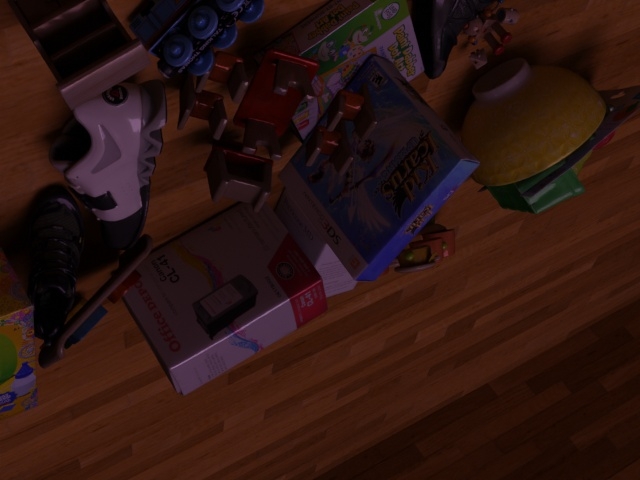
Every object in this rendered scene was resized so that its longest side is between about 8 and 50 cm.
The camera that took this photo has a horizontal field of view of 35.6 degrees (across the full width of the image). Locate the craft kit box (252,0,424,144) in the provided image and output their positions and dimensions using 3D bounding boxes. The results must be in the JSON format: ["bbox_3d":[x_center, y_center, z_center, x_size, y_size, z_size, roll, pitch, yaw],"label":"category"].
[{"bbox_3d":[0.038,-0.283,1.597,0.247,0.061,0.250,-38,154,-2],"label":"craft kit box"}]

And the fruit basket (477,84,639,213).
[{"bbox_3d":[0.499,-0.215,2.069,0.353,0.165,0.327,-46,-168,-3],"label":"fruit basket"}]

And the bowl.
[{"bbox_3d":[0.374,-0.251,1.895,0.289,0.289,0.156,-36,111,0],"label":"bowl"}]

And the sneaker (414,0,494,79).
[{"bbox_3d":[0.220,-0.363,1.643,0.130,0.087,0.227,-22,145,-14],"label":"sneaker"}]

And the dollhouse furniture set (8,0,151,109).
[{"bbox_3d":[-0.296,-0.286,1.072,0.212,0.161,0.242,-32,153,-8],"label":"dollhouse furniture set"}]

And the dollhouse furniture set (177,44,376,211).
[{"bbox_3d":[-0.088,-0.179,1.491,0.262,0.135,0.259,14,135,-22],"label":"dollhouse furniture set"}]

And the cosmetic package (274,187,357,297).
[{"bbox_3d":[0.000,0.000,1.894,0.151,0.151,0.183,-15,145,-36],"label":"cosmetic package"}]

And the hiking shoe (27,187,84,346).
[{"bbox_3d":[-0.382,0.039,1.455,0.086,0.114,0.226,4,95,-27],"label":"hiking shoe"}]

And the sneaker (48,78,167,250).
[{"bbox_3d":[-0.314,-0.105,1.421,0.146,0.122,0.330,-3,143,-20],"label":"sneaker"}]

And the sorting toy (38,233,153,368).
[{"bbox_3d":[-0.368,0.112,1.608,0.229,0.041,0.307,-54,-169,-23],"label":"sorting toy"}]

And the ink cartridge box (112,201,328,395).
[{"bbox_3d":[-0.174,0.092,1.754,0.306,0.226,0.131,-30,152,-14],"label":"ink cartridge box"}]

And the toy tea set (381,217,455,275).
[{"bbox_3d":[0.178,-0.003,2.152,0.200,0.124,0.336,-9,-177,22],"label":"toy tea set"}]

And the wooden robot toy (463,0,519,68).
[{"bbox_3d":[0.285,-0.373,1.731,0.079,0.076,0.173,-1,138,-33],"label":"wooden robot toy"}]

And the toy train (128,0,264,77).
[{"bbox_3d":[-0.156,-0.295,1.286,0.184,0.105,0.080,-43,162,15],"label":"toy train"}]

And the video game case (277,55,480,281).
[{"bbox_3d":[0.083,-0.112,1.592,0.061,0.244,0.269,3,133,-52],"label":"video game case"}]

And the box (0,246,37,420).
[{"bbox_3d":[-0.581,0.159,1.435,0.290,0.177,0.279,-21,149,-28],"label":"box"}]
